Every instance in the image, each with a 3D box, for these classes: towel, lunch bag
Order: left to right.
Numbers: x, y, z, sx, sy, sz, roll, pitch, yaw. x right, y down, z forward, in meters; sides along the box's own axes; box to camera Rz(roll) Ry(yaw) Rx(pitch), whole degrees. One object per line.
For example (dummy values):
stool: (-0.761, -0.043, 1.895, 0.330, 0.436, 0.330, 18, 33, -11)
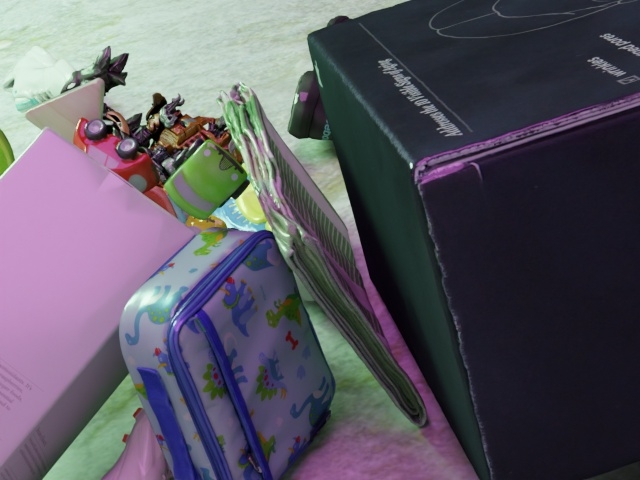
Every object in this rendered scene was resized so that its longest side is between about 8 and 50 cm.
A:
lunch bag: (-0.079, 0.114, 1.120, 0.090, 0.219, 0.176, 5, 34, 36)
towel: (0.000, 0.000, 1.231, 0.038, 0.248, 0.325, -32, 33, 5)

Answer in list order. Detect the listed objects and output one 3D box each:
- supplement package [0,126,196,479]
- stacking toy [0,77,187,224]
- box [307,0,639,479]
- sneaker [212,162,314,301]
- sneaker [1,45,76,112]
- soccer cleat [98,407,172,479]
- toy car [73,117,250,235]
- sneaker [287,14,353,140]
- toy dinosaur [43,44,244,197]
supplement package: (-0.268, 0.080, 1.169, 0.177, 0.175, 0.293, 36, 69, 8)
stacking toy: (-0.302, -0.036, 1.381, 0.308, 0.280, 0.130, -12, 18, 6)
box: (0.276, -0.073, 1.111, 0.471, 0.297, 0.480, -16, 22, -3)
sneaker: (-0.073, 0.009, 1.404, 0.126, 0.091, 0.240, -32, 34, 7)
sneaker: (-0.396, -0.215, 1.845, 0.094, 0.080, 0.212, -41, 34, -15)
soccer cleat: (-0.159, 0.214, 1.152, 0.076, 0.068, 0.196, 20, 55, 34)
toy car: (-0.131, -0.039, 1.191, 0.053, 0.239, 0.225, -52, 10, -22)
sneaker: (0.034, -0.200, 1.653, 0.106, 0.101, 0.267, 15, 39, 4)
toy dinosaur: (-0.241, -0.108, 1.570, 0.321, 0.164, 0.218, -7, 46, -26)
